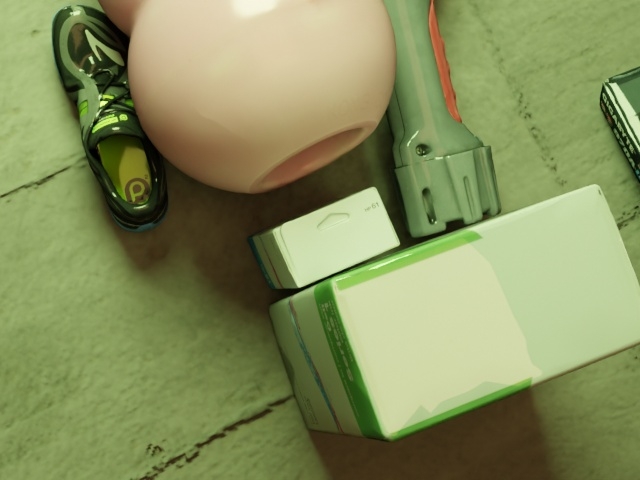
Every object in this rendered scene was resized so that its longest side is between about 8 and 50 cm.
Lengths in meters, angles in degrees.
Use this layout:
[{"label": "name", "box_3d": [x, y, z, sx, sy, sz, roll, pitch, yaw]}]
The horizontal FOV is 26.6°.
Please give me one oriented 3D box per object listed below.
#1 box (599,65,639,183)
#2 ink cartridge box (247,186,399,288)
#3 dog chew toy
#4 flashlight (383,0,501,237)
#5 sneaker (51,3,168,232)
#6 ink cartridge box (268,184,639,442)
[{"label": "box", "box_3d": [0.372, -0.093, 1.149, 0.220, 0.051, 0.175, -21, 69, -2]}, {"label": "ink cartridge box", "box_3d": [0.000, 0.000, 1.074, 0.088, 0.122, 0.052, -23, 91, -12]}, {"label": "dog chew toy", "box_3d": [-0.083, -0.205, 1.038, 0.206, 0.206, 0.332, -27, 82, -12]}, {"label": "flashlight", "box_3d": [0.084, -0.163, 1.120, 0.103, 0.103, 0.304, -14, 94, 2]}, {"label": "sneaker", "box_3d": [-0.160, -0.099, 1.068, 0.067, 0.078, 0.188, -18, 89, -10]}, {"label": "ink cartridge box", "box_3d": [0.088, 0.059, 1.013, 0.201, 0.278, 0.117, -20, 88, -13]}]
